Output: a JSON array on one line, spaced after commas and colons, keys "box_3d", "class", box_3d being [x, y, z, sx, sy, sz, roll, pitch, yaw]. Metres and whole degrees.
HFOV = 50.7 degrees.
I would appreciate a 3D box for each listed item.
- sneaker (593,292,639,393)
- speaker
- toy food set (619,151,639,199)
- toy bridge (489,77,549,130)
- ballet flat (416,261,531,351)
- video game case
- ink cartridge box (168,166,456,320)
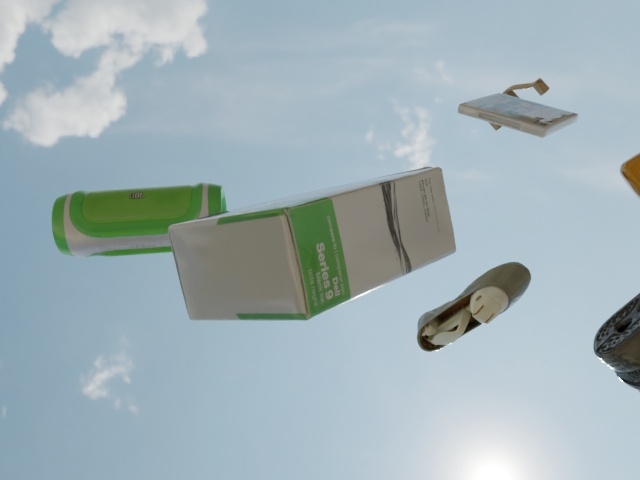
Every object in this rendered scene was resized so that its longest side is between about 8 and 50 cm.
[{"box_3d": [0.384, 0.071, 0.629, 0.130, 0.227, 0.087, 44, -171, -8], "class": "sneaker"}, {"box_3d": [-0.324, -0.037, 1.234, 0.297, 0.131, 0.131, -4, -128, -3], "class": "speaker"}, {"box_3d": [0.302, -0.015, 0.452, 0.111, 0.105, 0.232, 49, -161, -12], "class": "toy food set"}, {"box_3d": [0.454, -0.329, 1.583, 0.063, 0.188, 0.026, 48, -121, 0], "class": "toy bridge"}, {"box_3d": [0.230, 0.110, 1.022, 0.072, 0.213, 0.068, 41, -143, -13], "class": "ballet flat"}, {"box_3d": [0.317, -0.203, 1.078, 0.143, 0.019, 0.157, 24, -150, 30], "class": "video game case"}, {"box_3d": [0.000, 0.000, 0.826, 0.289, 0.211, 0.121, -18, -82, -45], "class": "ink cartridge box"}]
